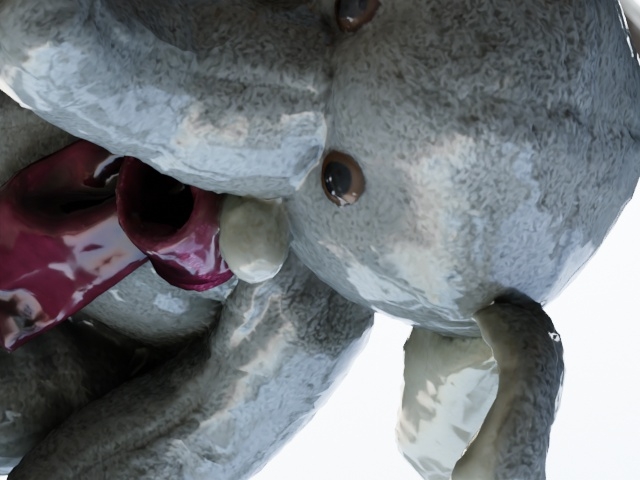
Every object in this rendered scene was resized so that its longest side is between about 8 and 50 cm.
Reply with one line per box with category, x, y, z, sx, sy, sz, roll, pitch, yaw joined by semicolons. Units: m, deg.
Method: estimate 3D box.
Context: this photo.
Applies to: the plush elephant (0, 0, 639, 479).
plush elephant;-0.019;-0.031;0.546;0.255;0.330;0.272;158;-64;-68
